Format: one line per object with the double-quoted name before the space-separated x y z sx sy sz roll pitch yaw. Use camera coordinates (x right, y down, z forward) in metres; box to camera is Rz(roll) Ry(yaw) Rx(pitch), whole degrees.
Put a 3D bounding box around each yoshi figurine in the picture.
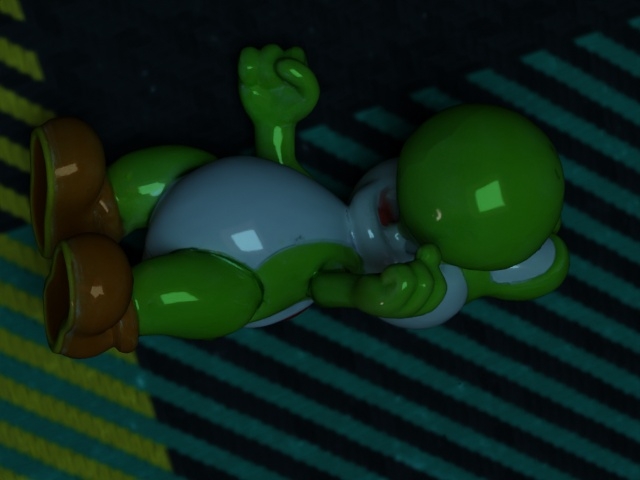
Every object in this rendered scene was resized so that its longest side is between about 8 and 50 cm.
"yoshi figurine" 0.004 -0.023 1.275 0.362 0.203 0.203 -2 98 -18
